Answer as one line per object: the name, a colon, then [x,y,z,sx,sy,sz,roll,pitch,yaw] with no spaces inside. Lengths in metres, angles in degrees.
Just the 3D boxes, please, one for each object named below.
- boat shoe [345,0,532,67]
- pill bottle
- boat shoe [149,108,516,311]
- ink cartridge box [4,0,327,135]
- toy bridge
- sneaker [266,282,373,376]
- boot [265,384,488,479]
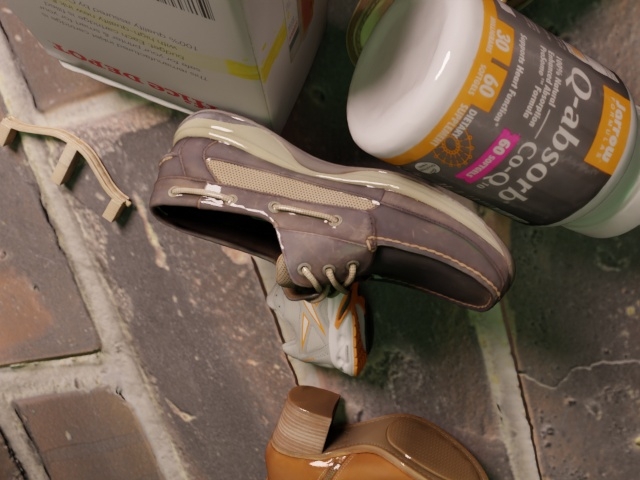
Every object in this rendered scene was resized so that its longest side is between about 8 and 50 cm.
boat shoe: [0.155,-0.266,0.655,0.341,0.110,0.121,-37,99,24]
pill bottle: [0.176,-0.106,0.639,0.279,0.162,0.162,20,119,-26]
boat shoe: [0.000,0.000,0.675,0.356,0.130,0.132,22,156,14]
ink cartridge box: [-0.147,-0.256,0.583,0.279,0.384,0.160,22,79,5]
toy bridge: [-0.315,-0.099,0.890,0.188,0.026,0.063,35,115,-2]
sneaker: [-0.012,0.041,0.834,0.121,0.099,0.262,2,111,19]
boot: [0.056,0.331,0.923,0.284,0.109,0.220,16,113,10]
